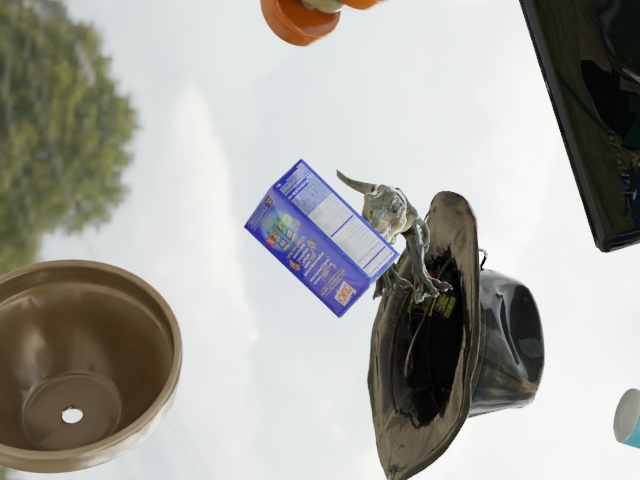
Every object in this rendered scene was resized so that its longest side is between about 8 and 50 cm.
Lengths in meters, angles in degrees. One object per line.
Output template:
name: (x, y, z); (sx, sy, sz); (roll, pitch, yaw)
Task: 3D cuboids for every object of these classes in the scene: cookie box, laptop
cookie box: (0.000, 0.000, 1.378); (0.040, 0.107, 0.092); (-44, 178, -25)
laptop: (0.413, -0.207, 1.884); (0.236, 0.408, 0.382); (-19, -98, 28)

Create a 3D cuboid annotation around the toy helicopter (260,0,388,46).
toy helicopter: (-0.049, -0.373, 1.708); (0.140, 0.355, 0.235); (-23, -145, 54)

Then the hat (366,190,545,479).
hat: (0.156, 0.115, 1.858); (0.331, 0.134, 0.331); (-165, -90, -75)

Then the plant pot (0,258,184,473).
plant pot: (-0.246, 0.141, 1.715); (0.110, 0.237, 0.237); (89, -8, -48)

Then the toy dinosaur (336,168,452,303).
toy dinosaur: (0.064, -0.004, 1.632); (0.268, 0.064, 0.118); (-138, -153, -80)

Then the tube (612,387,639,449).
tube: (0.373, 0.187, 1.640); (0.052, 0.207, 0.080); (132, -28, -62)
